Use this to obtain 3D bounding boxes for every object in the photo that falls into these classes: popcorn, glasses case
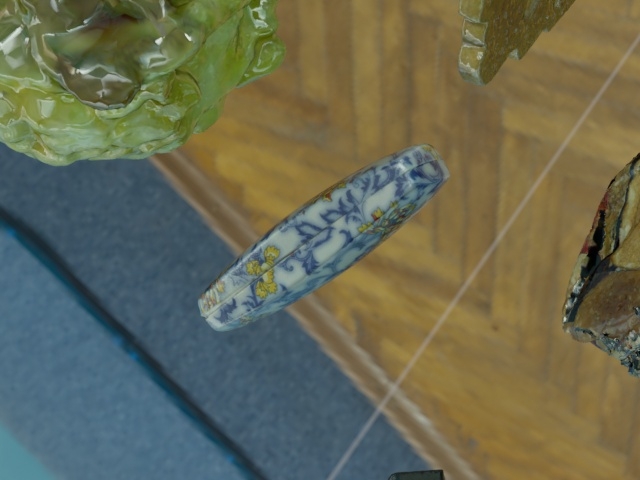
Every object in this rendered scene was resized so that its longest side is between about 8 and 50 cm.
[{"bbox_3d":[-0.159,-0.188,1.165,0.293,0.293,0.237,25,178,18],"label":"popcorn"},{"bbox_3d":[0.000,0.000,1.302,0.248,0.087,0.065,-35,80,29],"label":"glasses case"}]

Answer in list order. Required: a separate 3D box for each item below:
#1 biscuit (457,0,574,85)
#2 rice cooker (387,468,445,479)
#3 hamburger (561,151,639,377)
[{"bbox_3d":[0.220,-0.277,1.683,0.041,0.239,0.212,28,120,29],"label":"biscuit"},{"bbox_3d":[0.095,0.302,1.101,0.227,0.241,0.280,-20,73,56],"label":"rice cooker"},{"bbox_3d":[0.301,0.013,1.322,0.107,0.231,0.231,29,144,-10],"label":"hamburger"}]
